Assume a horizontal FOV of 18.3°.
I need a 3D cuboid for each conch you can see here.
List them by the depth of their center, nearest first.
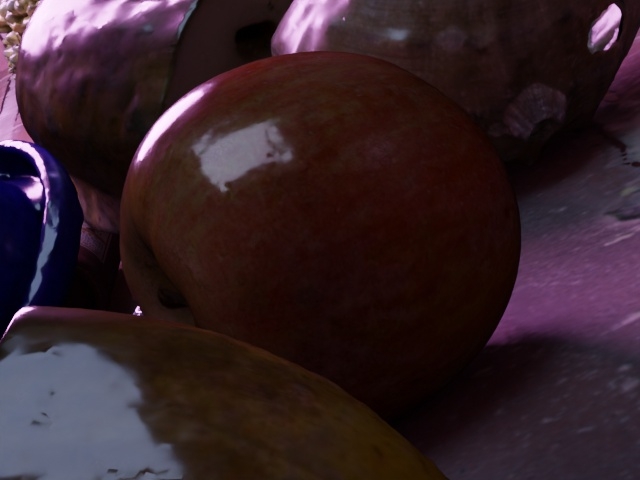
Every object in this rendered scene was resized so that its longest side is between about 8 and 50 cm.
[{"bbox_3d":[0.114,-0.148,1.238,0.263,0.186,0.324,-33,-11,-42],"label":"conch"}]

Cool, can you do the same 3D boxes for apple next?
[{"bbox_3d":[0.000,0.000,0.961,0.174,0.188,0.188,-28,14,-22],"label":"apple"}]

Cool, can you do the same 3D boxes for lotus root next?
[{"bbox_3d":[-0.031,0.134,0.693,0.180,0.199,0.188,4,62,7],"label":"lotus root"},{"bbox_3d":[-0.109,-0.145,1.407,0.260,0.149,0.267,7,52,47],"label":"lotus root"}]

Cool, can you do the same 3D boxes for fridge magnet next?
[{"bbox_3d":[-0.260,0.046,1.302,0.265,0.113,0.265,-33,40,32],"label":"fridge magnet"}]

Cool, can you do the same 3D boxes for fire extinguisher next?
[{"bbox_3d":[-0.169,0.009,1.468,0.099,0.071,0.231,-15,16,5],"label":"fire extinguisher"}]

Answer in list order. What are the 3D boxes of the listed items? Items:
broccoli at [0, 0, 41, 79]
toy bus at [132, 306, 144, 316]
[{"bbox_3d":[-0.133,-0.255,1.899,0.375,0.302,0.249,-26,53,-8],"label":"broccoli"},{"bbox_3d":[-0.043,0.041,1.123,0.077,0.079,0.174,-15,18,21],"label":"toy bus"}]
